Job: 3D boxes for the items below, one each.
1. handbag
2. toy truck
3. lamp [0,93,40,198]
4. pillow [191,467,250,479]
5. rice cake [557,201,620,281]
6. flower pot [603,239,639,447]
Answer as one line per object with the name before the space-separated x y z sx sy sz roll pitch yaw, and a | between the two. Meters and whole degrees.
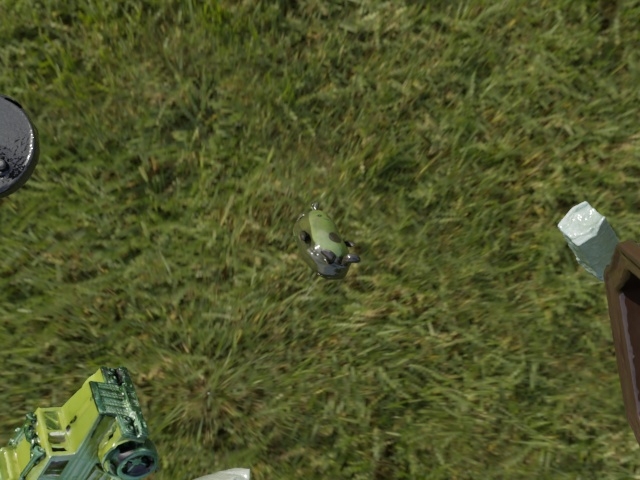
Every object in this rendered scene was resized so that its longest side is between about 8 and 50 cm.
handbag | 0.000 0.000 1.155 0.072 0.111 0.047 10 123 -29
toy truck | -0.290 0.253 1.053 0.259 0.135 0.128 -47 44 16
lamp | -0.377 -0.170 0.870 0.108 0.371 0.130 34 78 28
pillow | -0.212 0.384 1.343 0.144 0.254 0.078 -41 70 32
rice cake | 0.436 0.005 1.578 0.069 0.206 0.063 -46 55 6
flower pot | 0.246 0.099 0.529 0.084 0.251 0.178 -16 111 -1
